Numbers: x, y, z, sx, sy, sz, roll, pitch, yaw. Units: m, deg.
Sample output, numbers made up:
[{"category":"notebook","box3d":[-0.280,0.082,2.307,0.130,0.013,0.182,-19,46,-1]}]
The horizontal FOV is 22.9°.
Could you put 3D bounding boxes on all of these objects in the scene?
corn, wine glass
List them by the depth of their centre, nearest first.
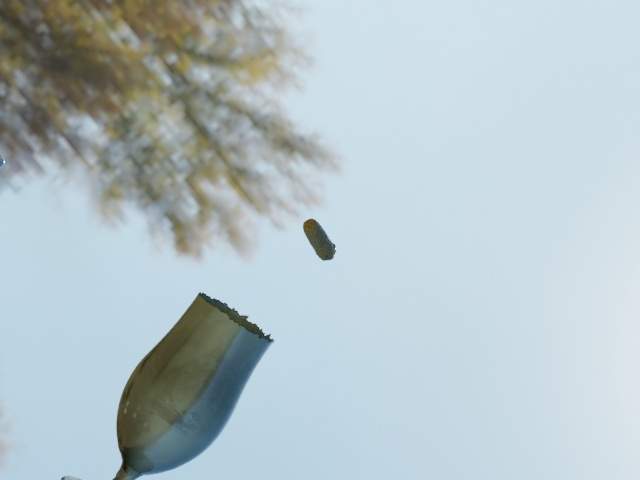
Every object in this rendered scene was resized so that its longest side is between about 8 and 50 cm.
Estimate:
[{"category":"wine glass","box3d":[-0.125,0.143,1.322,0.202,0.093,0.093,-54,-159,2]},{"category":"corn","box3d":[0.000,0.000,2.055,0.027,0.083,0.028,26,-111,35]}]

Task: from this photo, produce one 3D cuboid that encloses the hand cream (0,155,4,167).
[{"category":"hand cream","box3d":[-0.445,-0.075,1.657,0.079,0.048,0.255,-6,180,35]}]
